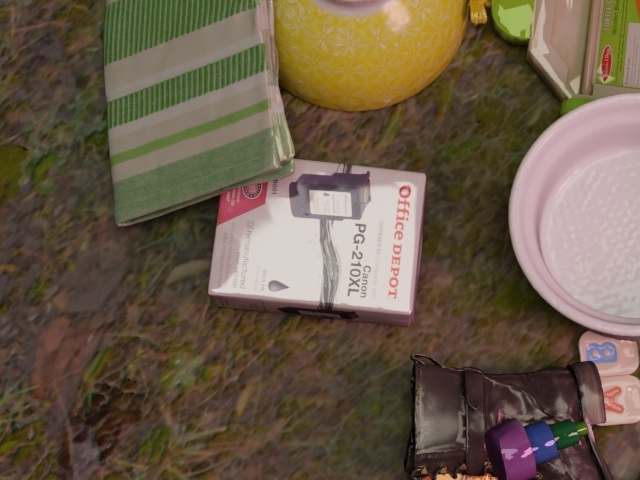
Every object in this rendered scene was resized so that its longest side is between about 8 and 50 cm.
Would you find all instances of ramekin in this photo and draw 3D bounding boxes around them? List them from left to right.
[{"bbox_3d":[0.357,-0.016,1.769,0.277,0.135,0.277,-3,75,11],"label":"ramekin"}]

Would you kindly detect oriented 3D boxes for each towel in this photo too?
[{"bbox_3d":[-0.150,-0.199,1.819,0.248,0.038,0.325,-16,70,28],"label":"towel"}]

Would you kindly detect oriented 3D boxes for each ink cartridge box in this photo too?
[{"bbox_3d":[0.000,0.000,1.811,0.237,0.100,0.172,6,79,3],"label":"ink cartridge box"}]

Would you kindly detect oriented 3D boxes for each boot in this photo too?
[{"bbox_3d":[0.207,0.251,1.752,0.229,0.091,0.263,-4,77,-6],"label":"boot"}]

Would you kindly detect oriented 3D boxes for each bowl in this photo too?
[{"bbox_3d":[0.039,-0.312,1.844,0.289,0.156,0.289,0,79,2],"label":"bowl"}]

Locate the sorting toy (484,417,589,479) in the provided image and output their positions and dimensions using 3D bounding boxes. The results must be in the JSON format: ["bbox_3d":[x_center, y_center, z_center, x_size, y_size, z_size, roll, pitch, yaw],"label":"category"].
[{"bbox_3d":[0.274,0.345,1.671,0.126,0.127,0.365,-16,109,-8],"label":"sorting toy"}]

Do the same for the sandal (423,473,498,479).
[{"bbox_3d":[0.094,0.328,1.758,0.102,0.076,0.265,44,83,9],"label":"sandal"}]

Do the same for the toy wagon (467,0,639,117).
[{"bbox_3d":[0.348,-0.267,1.872,0.344,0.068,0.267,8,79,4],"label":"toy wagon"}]

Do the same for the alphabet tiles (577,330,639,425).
[{"bbox_3d":[0.441,0.120,1.819,0.278,0.021,0.284,-5,79,1],"label":"alphabet tiles"}]
